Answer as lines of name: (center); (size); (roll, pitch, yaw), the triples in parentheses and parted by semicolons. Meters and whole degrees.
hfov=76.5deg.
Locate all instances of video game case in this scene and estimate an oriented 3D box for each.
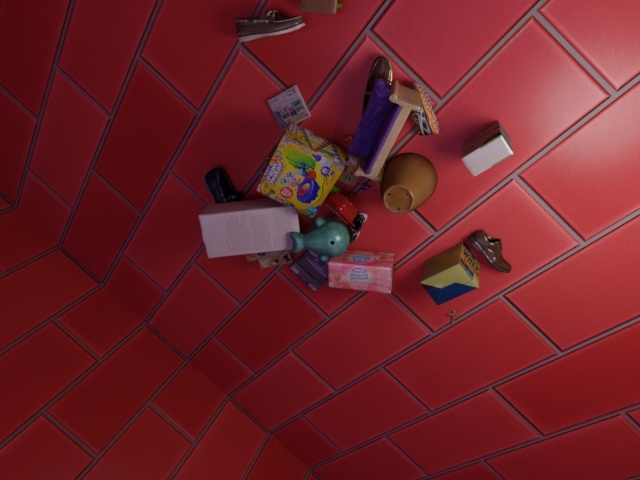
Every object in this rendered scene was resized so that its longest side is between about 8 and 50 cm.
video game case: (-0.138, -0.582, 1.789); (0.158, 0.019, 0.143); (-18, 108, 29)
video game case: (-0.016, 0.133, 2.115); (0.196, 0.026, 0.274); (45, 123, -4)

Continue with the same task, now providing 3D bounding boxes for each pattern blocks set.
pattern blocks set: (0.093, -0.336, 1.816); (0.325, 0.026, 0.285); (34, 124, 3)

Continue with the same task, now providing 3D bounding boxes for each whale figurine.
whale figurine: (0.000, 0.000, 1.863); (0.273, 0.141, 0.215); (-6, 105, -2)

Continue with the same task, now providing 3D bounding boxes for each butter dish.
butter dish: (0.109, -0.163, 1.839); (0.118, 0.160, 0.160); (-49, 135, 1)

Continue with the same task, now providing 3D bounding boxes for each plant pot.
plant pot: (0.338, -0.210, 1.645); (0.238, 0.254, 0.236); (10, 118, 19)

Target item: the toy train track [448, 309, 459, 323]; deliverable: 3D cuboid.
toy train track: (0.645, 0.368, 1.968); (0.048, 0.014, 0.083); (3, 123, 13)

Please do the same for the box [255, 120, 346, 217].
box: (-0.083, -0.301, 1.742); (0.280, 0.176, 0.289); (25, 125, -12)

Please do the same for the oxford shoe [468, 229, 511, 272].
oxford shoe: (0.738, 0.046, 1.716); (0.227, 0.082, 0.096); (44, 120, -5)

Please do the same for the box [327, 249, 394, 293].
box: (0.196, 0.142, 1.937); (0.301, 0.154, 0.141); (5, 118, 15)

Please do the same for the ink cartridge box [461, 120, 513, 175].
ink cartridge box: (0.610, -0.340, 1.489); (0.153, 0.208, 0.086); (-32, 104, 33)

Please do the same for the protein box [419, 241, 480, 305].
protein box: (0.566, 0.143, 1.766); (0.200, 0.201, 0.136); (-33, 100, 33)

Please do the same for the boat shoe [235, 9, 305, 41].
boat shoe: (-0.207, -0.862, 1.615); (0.306, 0.109, 0.091); (3, 122, 26)

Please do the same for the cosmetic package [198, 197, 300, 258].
cosmetic package: (-0.328, -0.068, 1.959); (0.455, 0.161, 0.229); (-6, 115, -1)

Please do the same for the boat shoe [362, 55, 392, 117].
boat shoe: (0.218, -0.583, 1.591); (0.095, 0.095, 0.257); (16, 121, 15)

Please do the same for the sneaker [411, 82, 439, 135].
sneaker: (0.389, -0.502, 1.572); (0.083, 0.084, 0.214); (-13, 111, 34)

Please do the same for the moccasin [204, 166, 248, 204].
moccasin: (-0.463, -0.209, 2.053); (0.117, 0.137, 0.341); (-26, 105, 33)

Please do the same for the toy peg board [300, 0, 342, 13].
toy peg board: (0.014, -0.940, 1.512); (0.161, 0.079, 0.161); (23, 124, 29)

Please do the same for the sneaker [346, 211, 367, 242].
sneaker: (0.153, -0.054, 1.911); (0.072, 0.077, 0.178); (28, 124, 9)

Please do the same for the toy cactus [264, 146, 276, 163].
toy cactus: (-0.149, -0.363, 1.871); (0.219, 0.112, 0.180); (-38, 108, 25)

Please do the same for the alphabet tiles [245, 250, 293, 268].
alphabet tiles: (-0.266, -0.020, 2.079); (0.286, 0.011, 0.342); (-12, 113, 2)

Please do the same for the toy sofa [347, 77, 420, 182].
toy sofa: (0.227, -0.417, 1.559); (0.177, 0.150, 0.362); (20, 133, -5)
